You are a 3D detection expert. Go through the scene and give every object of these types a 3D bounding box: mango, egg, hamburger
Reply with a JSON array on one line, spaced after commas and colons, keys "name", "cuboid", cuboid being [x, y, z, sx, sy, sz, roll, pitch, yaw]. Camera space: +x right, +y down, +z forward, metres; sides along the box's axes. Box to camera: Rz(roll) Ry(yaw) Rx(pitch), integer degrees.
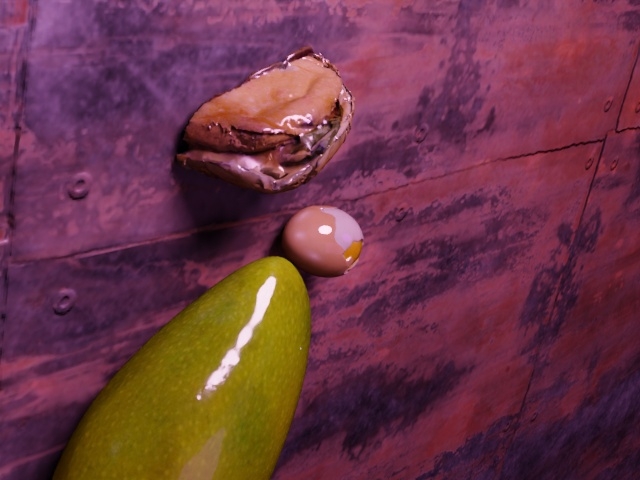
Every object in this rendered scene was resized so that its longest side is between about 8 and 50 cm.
[{"name": "mango", "cuboid": [-0.115, 0.166, 0.911, 0.343, 0.156, 0.192, -62, 155, -7]}, {"name": "egg", "cuboid": [0.000, 0.000, 1.018, 0.083, 0.071, 0.071, 12, 103, -53]}, {"name": "hamburger", "cuboid": [-0.027, -0.085, 0.897, 0.176, 0.102, 0.087, -33, 149, -36]}]
